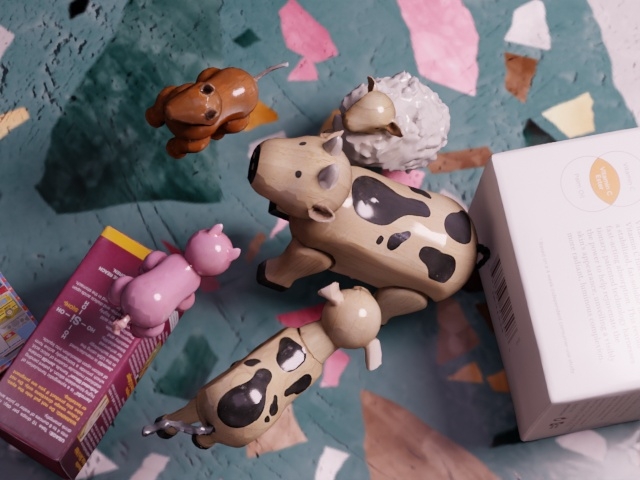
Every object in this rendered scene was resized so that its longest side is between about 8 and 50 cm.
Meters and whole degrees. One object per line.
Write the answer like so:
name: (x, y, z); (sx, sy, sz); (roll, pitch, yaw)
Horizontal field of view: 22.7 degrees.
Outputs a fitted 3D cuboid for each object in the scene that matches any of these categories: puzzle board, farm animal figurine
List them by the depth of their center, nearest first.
farm animal figurine: (0.000, 0.000, 1.280); (0.327, 0.172, 0.330); (4, 71, -34)
puzzle board: (-0.310, 0.087, 1.364); (0.128, 0.011, 0.096); (-36, 60, -12)

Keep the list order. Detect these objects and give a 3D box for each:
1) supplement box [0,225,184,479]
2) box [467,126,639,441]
supplement box: (-0.193, 0.096, 1.332); (0.081, 0.104, 0.188); (31, 74, 8)
box: (0.320, 0.022, 1.345); (0.345, 0.168, 0.215); (-10, 73, -5)
